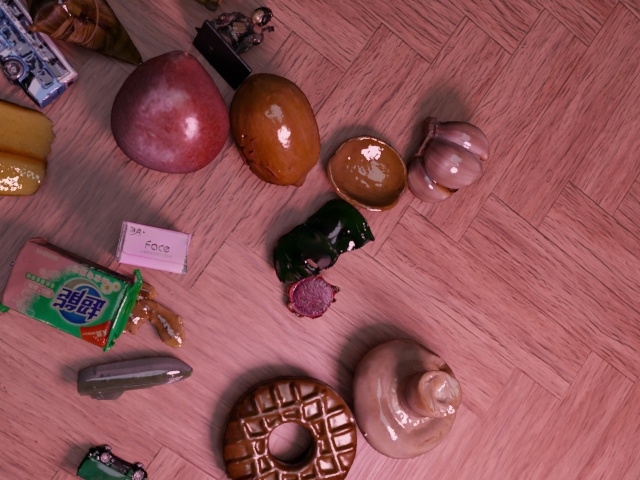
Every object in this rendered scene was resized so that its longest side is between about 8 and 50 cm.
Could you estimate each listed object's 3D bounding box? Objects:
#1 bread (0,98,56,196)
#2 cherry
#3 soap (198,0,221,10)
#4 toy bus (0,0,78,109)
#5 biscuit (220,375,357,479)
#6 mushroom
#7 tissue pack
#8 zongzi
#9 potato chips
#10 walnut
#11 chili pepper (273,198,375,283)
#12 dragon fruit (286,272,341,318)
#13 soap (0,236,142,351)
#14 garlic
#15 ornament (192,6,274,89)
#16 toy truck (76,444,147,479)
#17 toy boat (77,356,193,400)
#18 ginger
[{"bbox_3d":[-0.801,-0.218,1.677,0.361,0.245,0.233,16,84,-44],"label":"bread"},{"bbox_3d":[-0.328,-0.277,1.698,0.261,0.307,0.221,14,42,-12],"label":"cherry"},{"bbox_3d":[-0.261,-0.614,1.726,0.135,0.233,0.076,27,78,-14],"label":"soap"},{"bbox_3d":[-0.674,-0.441,1.685,0.131,0.106,0.297,-38,101,-14],"label":"toy bus"},{"bbox_3d":[-0.071,0.480,1.829,0.332,0.103,0.332,0,92,-6],"label":"biscuit"},{"bbox_3d":[0.233,0.375,1.818,0.292,0.290,0.292,7,77,-29],"label":"mushroom"},{"bbox_3d":[-0.370,0.016,1.688,0.148,0.246,0.092,11,87,-14],"label":"tissue pack"},{"bbox_3d":[-0.534,-0.541,1.730,0.134,0.288,0.286,-32,63,26],"label":"zongzi"},{"bbox_3d":[0.113,-0.163,1.911,0.208,0.062,0.195,-5,86,-13],"label":"potato chips"},{"bbox_3d":[-0.102,-0.243,1.778,0.203,0.203,0.298,-28,120,-13],"label":"walnut"},{"bbox_3d":[-0.002,0.000,1.846,0.264,0.116,0.148,-32,83,-15],"label":"chili pepper"},{"bbox_3d":[-0.022,0.135,1.877,0.112,0.068,0.126,41,94,5],"label":"dragon fruit"},{"bbox_3d":[-0.550,0.120,1.684,0.273,0.098,0.218,23,95,5],"label":"soap"},{"bbox_3d":[0.322,-0.196,1.916,0.191,0.160,0.214,28,80,-8],"label":"garlic"},{"bbox_3d":[-0.176,-0.493,1.803,0.166,0.153,0.196,47,70,-11],"label":"ornament"},{"bbox_3d":[-0.474,0.530,1.756,0.147,0.065,0.079,31,85,-13],"label":"toy truck"},{"bbox_3d":[-0.425,0.319,1.766,0.260,0.078,0.085,-7,116,-13],"label":"toy boat"},{"bbox_3d":[-0.411,0.183,1.777,0.133,0.059,0.214,-43,100,-18],"label":"ginger"}]
